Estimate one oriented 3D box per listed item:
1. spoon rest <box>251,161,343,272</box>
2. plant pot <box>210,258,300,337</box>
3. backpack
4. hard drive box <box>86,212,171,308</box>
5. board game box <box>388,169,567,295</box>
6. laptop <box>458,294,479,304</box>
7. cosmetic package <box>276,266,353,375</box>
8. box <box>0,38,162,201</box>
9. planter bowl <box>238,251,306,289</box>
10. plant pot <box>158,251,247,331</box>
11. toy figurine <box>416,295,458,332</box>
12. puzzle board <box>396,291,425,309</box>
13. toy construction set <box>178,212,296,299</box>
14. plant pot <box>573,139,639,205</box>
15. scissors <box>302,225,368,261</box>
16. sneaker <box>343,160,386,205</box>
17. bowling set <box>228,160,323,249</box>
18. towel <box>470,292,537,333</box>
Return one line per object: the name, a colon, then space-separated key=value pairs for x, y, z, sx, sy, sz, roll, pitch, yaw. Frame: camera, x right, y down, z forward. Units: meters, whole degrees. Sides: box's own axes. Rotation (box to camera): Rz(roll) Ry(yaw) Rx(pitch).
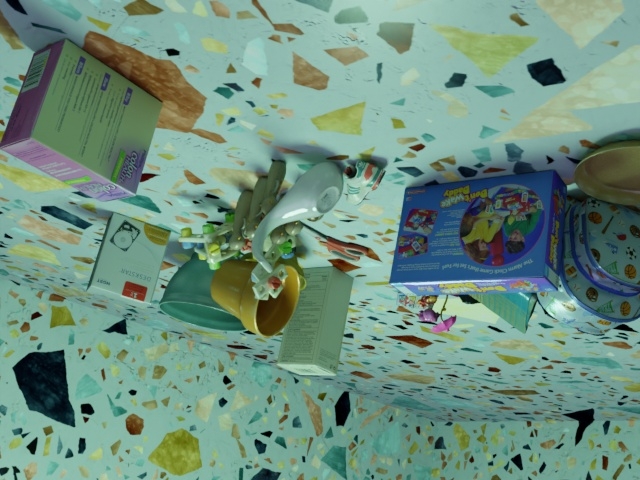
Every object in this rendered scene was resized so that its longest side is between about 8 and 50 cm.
spoon rest: x=-0.053 y=-0.061 z=1.707 sx=0.084 sy=0.276 sz=0.137 roll=36 pitch=169 yaw=34
plant pot: x=-0.188 y=0.137 z=2.142 sx=0.188 sy=0.205 sz=0.205 roll=19 pitch=165 yaw=29
backpack: x=0.574 y=0.055 z=1.633 sx=0.276 sy=0.263 sz=0.213 roll=16 pitch=159 yaw=-9
hard drive box: x=-0.559 y=0.061 z=2.295 sx=0.181 sy=0.232 sz=0.089 roll=19 pitch=158 yaw=-21
board game box: x=0.325 y=-0.009 z=1.642 sx=0.347 sy=0.233 sz=0.078 roll=-4 pitch=154 yaw=37
laptop: x=0.498 y=0.098 z=2.143 sx=0.264 sy=0.137 sz=0.234 roll=-5 pitch=176 yaw=-44
cosmetic package: x=-0.015 y=0.244 z=2.377 sx=0.160 sy=0.309 sz=0.113 roll=-5 pitch=153 yaw=40
box: x=-0.457 y=-0.225 z=1.521 sx=0.117 sy=0.214 sz=0.243 roll=-7 pitch=153 yaw=40
planter bowl: x=-0.136 y=0.064 z=2.268 sx=0.217 sy=0.090 sz=0.217 roll=11 pitch=154 yaw=5
plant pot: x=-0.340 y=0.151 z=2.464 sx=0.293 sy=0.196 sz=0.293 roll=11 pitch=160 yaw=4
toy figurine: x=0.331 y=0.183 z=2.245 sx=0.173 sy=0.159 sz=0.130 roll=8 pitch=159 yaw=10
puzzle board: x=0.292 y=0.196 z=2.508 sx=0.096 sy=0.011 sz=0.128 roll=9 pitch=160 yaw=7
toy construction set: x=-0.189 y=0.021 z=2.005 sx=0.215 sy=0.151 sz=0.327 roll=-20 pitch=-144 yaw=-39
plant pot: x=0.597 y=-0.129 z=1.469 sx=0.236 sy=0.032 sz=0.236 roll=10 pitch=159 yaw=4
scissors: x=0.000 y=0.000 z=2.137 sx=0.297 sy=0.021 sz=0.109 roll=21 pitch=159 yaw=-28
sneaker: x=0.080 y=-0.132 z=1.720 sx=0.075 sy=0.057 sz=0.161 roll=32 pitch=156 yaw=-9
bowling set: x=-0.085 y=-0.054 z=1.852 sx=0.199 sy=0.154 sz=0.287 roll=18 pitch=159 yaw=-16
towel: x=0.355 y=0.068 z=1.880 sx=0.370 sy=0.040 sz=0.271 roll=37 pitch=167 yaw=20
